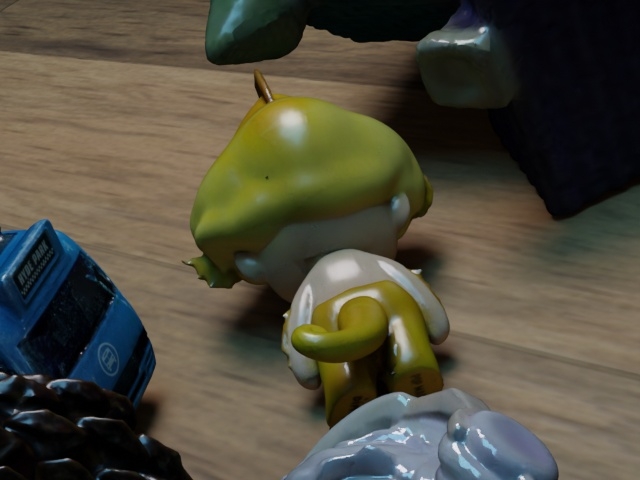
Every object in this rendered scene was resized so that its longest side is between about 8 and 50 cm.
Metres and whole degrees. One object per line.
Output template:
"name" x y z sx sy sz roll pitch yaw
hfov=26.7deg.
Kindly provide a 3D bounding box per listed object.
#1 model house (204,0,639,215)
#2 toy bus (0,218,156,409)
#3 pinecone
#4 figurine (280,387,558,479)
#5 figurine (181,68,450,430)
"model house" 0.102 -0.167 0.877 0.312 0.245 0.280 4 44 32
"toy bus" -0.228 0.071 0.758 0.246 0.134 0.113 -7 32 22
"pinecone" -0.128 0.132 0.594 0.163 0.162 0.165 -19 16 0
"figurine" 0.037 0.142 0.481 0.162 0.141 0.237 -62 30 7
"figurine" 0.000 0.000 0.773 0.156 0.131 0.246 -20 44 -7
